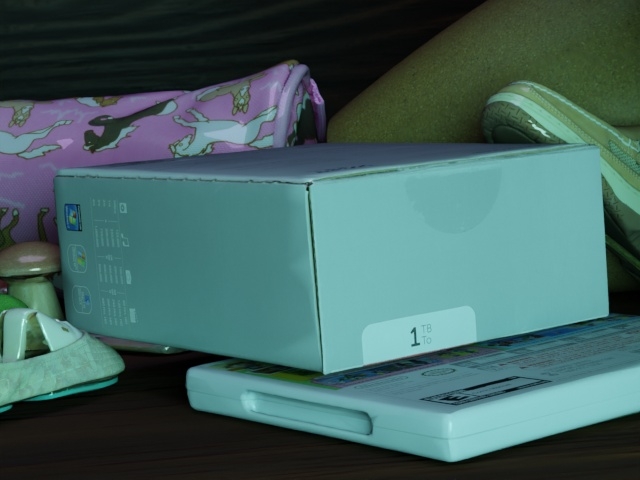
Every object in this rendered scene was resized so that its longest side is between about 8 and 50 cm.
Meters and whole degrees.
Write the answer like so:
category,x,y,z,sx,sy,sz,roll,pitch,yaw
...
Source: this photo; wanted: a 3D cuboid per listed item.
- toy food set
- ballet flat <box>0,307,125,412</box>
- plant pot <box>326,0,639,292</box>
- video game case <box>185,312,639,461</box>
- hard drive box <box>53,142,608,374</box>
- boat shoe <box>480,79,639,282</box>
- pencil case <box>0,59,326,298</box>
category,x,y,z,sx,sy,sz,roll,pitch,yaw
toy food set,-0.192,0.039,1.043,0.218,0.071,0.128,-10,8,-42
ballet flat,-0.154,0.058,0.935,0.057,0.052,0.168,0,7,31
plant pot,0.141,-0.062,1.174,0.254,0.237,0.237,-17,3,14
video game case,0.077,0.061,0.890,0.212,0.023,0.193,-10,9,-36
hard drive box,0.000,0.000,0.968,0.181,0.089,0.232,-8,7,-35
boat shoe,0.164,-0.035,1.021,0.190,0.072,0.068,39,-17,-28
pencil case,-0.184,-0.036,1.324,0.386,0.160,0.167,-3,-2,14
